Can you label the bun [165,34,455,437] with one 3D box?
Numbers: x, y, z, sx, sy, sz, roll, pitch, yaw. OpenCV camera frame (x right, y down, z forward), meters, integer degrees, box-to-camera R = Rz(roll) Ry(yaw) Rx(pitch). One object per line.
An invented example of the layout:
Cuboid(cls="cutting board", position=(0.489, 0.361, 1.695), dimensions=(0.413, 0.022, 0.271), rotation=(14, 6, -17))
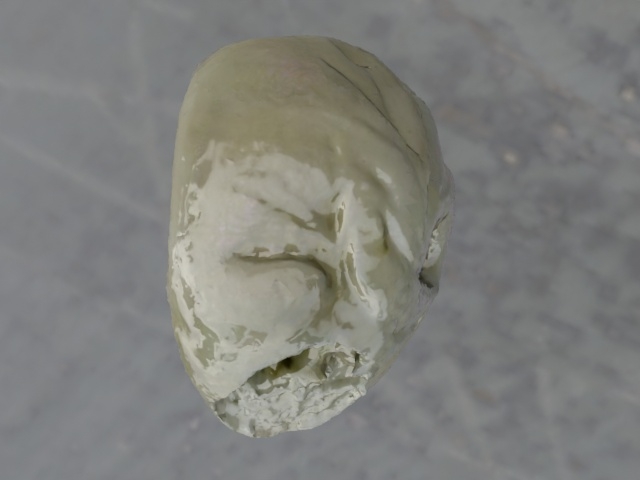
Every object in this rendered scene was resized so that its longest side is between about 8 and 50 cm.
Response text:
Cuboid(cls="bun", position=(0.000, 0.000, 0.922), dimensions=(0.127, 0.193, 0.178), rotation=(2, 166, 13))
